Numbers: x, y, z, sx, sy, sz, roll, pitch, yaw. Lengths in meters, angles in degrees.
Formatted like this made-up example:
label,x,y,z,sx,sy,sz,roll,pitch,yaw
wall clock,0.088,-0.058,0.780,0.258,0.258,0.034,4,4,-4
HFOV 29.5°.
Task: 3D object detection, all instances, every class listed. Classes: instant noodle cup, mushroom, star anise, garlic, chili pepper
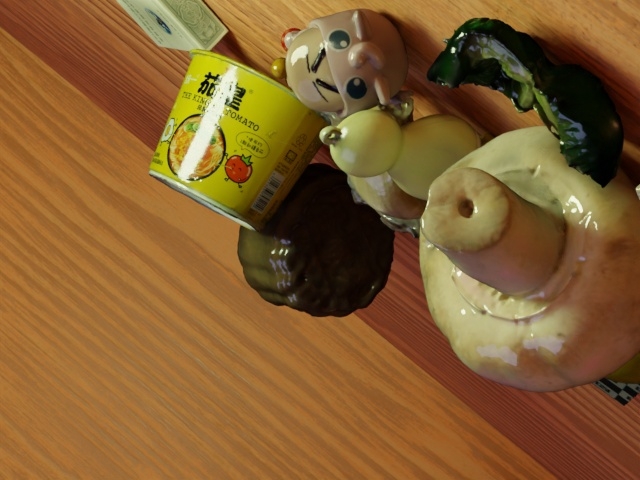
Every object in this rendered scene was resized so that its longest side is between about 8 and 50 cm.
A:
label,x,y,z,sx,sy,sz,roll,pitch,yaw
instant noodle cup,-0.163,-0.181,2.330,0.325,0.254,0.325,27,177,2
mushroom,0.291,0.008,1.577,0.325,0.353,0.353,-3,161,4
star anise,0.104,-0.136,2.174,0.359,0.139,0.316,52,168,33
garlic,0.134,-0.116,1.942,0.245,0.164,0.145,42,-173,-44
chili pepper,0.272,-0.182,1.483,0.264,0.116,0.148,39,157,7

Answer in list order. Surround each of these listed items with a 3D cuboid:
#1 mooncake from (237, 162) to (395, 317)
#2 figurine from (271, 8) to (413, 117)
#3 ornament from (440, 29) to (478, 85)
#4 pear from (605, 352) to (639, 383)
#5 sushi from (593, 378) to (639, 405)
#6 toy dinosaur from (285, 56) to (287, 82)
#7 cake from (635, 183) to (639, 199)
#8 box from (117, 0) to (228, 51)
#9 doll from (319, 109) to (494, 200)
label,x,y,z,sx,sy,sz,roll,pitch,yaw
mooncake,0.000,0.001,2.502,0.324,0.324,0.187,48,164,-32
figurine,0.026,-0.257,1.818,0.176,0.186,0.287,66,175,-18
ornament,0.195,-0.247,1.653,0.073,0.028,0.125,41,170,4
pear,0.489,0.149,1.885,0.149,0.162,0.149,175,90,-68
sushi,0.452,0.156,2.245,0.359,0.064,0.343,37,172,15
toy dinosaur,-0.042,-0.296,2.232,0.108,0.032,0.220,39,171,-4
cake,0.438,-0.054,1.281,0.135,0.147,0.134,48,166,-23
box,-0.303,-0.454,2.391,0.164,0.069,0.256,47,168,-29
doll,0.128,-0.134,1.779,0.296,0.141,0.117,15,-138,-27
